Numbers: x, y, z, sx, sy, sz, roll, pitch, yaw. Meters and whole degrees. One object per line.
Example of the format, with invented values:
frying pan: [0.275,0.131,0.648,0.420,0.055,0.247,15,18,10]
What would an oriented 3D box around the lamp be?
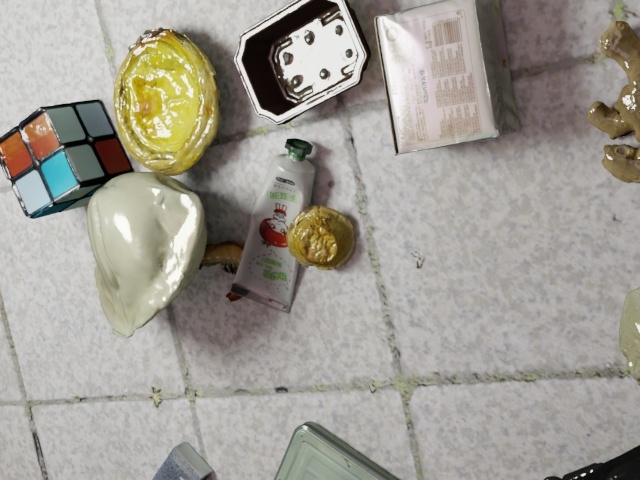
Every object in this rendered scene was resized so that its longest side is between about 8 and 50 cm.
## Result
lamp: [0.026,0.518,1.877,0.269,0.047,0.267,30,113,21]

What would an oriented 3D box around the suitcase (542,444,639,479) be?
suitcase: [0.444,0.419,1.435,0.339,0.345,0.188,-40,75,31]

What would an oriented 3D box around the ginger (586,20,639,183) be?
ginger: [0.461,-0.193,1.448,0.149,0.065,0.259,-26,90,35]

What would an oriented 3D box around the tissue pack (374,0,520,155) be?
tissue pack: [0.199,-0.263,1.547,0.184,0.124,0.225,-6,98,32]

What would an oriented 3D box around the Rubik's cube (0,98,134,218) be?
Rubik's cube: [-0.520,-0.165,1.970,0.183,0.167,0.180,-29,87,33]

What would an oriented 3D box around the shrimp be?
shrimp: [-0.200,0.061,1.916,0.178,0.034,0.124,-7,105,29]

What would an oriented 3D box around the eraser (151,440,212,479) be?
eraser: [-0.317,0.531,2.083,0.092,0.046,0.212,44,120,15]

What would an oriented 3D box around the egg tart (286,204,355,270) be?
egg tart: [0.000,0.000,1.748,0.128,0.049,0.129,2,110,4]

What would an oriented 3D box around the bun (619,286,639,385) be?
bun: [0.545,0.158,1.439,0.231,0.133,0.231,9,108,28]

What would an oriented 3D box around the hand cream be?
hand cream: [-0.077,-0.026,1.802,0.121,0.076,0.336,20,115,9]

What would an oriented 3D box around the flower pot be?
flower pot: [-0.019,-0.319,1.688,0.250,0.084,0.179,-23,90,33]

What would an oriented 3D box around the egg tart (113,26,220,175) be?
egg tart: [-0.284,-0.263,1.856,0.278,0.095,0.279,4,98,32]

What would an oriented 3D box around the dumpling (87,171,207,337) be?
dumpling: [-0.355,0.026,1.852,0.395,0.233,0.316,6,77,53]
